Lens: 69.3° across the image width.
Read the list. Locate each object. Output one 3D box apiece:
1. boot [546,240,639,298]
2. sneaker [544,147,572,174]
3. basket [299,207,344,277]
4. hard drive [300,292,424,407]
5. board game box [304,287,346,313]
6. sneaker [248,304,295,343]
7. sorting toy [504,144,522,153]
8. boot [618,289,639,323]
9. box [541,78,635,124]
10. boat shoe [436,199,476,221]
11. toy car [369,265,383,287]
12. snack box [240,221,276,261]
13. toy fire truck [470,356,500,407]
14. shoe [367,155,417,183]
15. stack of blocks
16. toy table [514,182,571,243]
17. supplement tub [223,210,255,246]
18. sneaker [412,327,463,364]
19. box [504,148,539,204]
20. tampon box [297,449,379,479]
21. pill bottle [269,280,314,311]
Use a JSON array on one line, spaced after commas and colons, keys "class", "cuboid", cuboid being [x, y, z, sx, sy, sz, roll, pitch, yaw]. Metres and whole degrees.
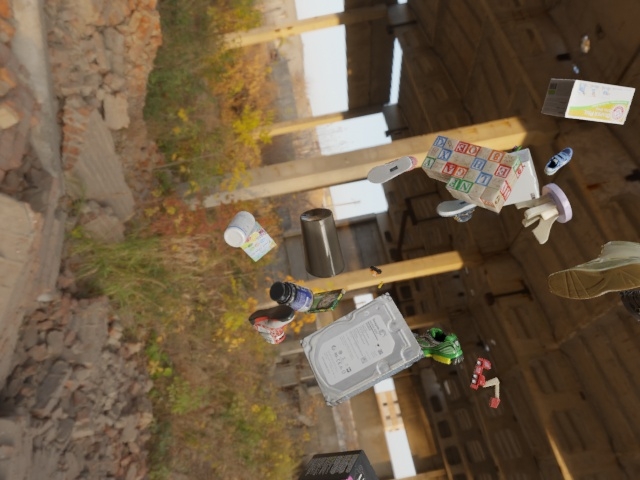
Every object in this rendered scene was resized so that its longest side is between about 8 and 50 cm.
[{"class": "boot", "cuboid": [0.830, 0.082, 1.389, 0.203, 0.262, 0.095, -35, 102, -51]}, {"class": "sneaker", "cuboid": [1.053, -0.354, 2.046, 0.053, 0.144, 0.059, 48, 12, 33]}, {"class": "basket", "cuboid": [0.000, 0.000, 1.806, 0.204, 0.154, 0.226, -128, -155, -61]}, {"class": "hard drive", "cuboid": [0.128, 0.346, 1.483, 0.236, 0.339, 0.064, 63, 3, 32]}, {"class": "board game box", "cuboid": [0.017, 0.321, 2.437, 0.030, 0.136, 0.260, 45, -32, -18]}, {"class": "sneaker", "cuboid": [-0.172, 0.354, 1.931, 0.145, 0.270, 0.090, 57, 46, -19]}, {"class": "sorting toy", "cuboid": [0.831, -0.387, 2.027, 0.042, 0.061, 0.102, 44, -25, 11]}, {"class": "boot", "cuboid": [1.260, 0.210, 1.827, 0.229, 0.091, 0.262, 103, -37, -80]}, {"class": "box", "cuboid": [0.786, -0.410, 1.365, 0.114, 0.203, 0.103, -118, -146, -66]}, {"class": "boat shoe", "cuboid": [0.493, -0.100, 1.684, 0.065, 0.183, 0.083, 51, -34, 41]}, {"class": "toy car", "cuboid": [0.242, 0.163, 2.058, 0.122, 0.060, 0.040, -82, -167, -56]}, {"class": "snack box", "cuboid": [-0.227, 0.006, 1.636, 0.037, 0.100, 0.141, 49, -5, 31]}, {"class": "toy fire truck", "cuboid": [0.751, 0.639, 2.088, 0.047, 0.135, 0.192, 61, 48, -70]}, {"class": "shoe", "cuboid": [0.258, -0.251, 1.649, 0.081, 0.178, 0.063, -20, 89, -57]}, {"class": "stack of blocks", "cuboid": [0.492, -0.228, 1.553, 0.297, 0.171, 0.087, 28, -3, 39]}, {"class": "toy table", "cuboid": [0.964, -0.131, 2.021, 0.274, 0.161, 0.252, 38, 25, -57]}, {"class": "supplement tub", "cuboid": [-0.250, -0.035, 1.437, 0.107, 0.071, 0.071, -72, 155, -55]}, {"class": "sneaker", "cuboid": [0.528, 0.476, 2.212, 0.344, 0.134, 0.146, 0, -78, 52]}, {"class": "box", "cuboid": [0.799, -0.259, 1.937, 0.181, 0.182, 0.119, 61, 33, -25]}, {"class": "tampon box", "cuboid": [0.047, 0.599, 1.133, 0.120, 0.161, 0.101, 62, 34, -6]}, {"class": "pill bottle", "cuboid": [-0.137, 0.263, 2.190, 0.219, 0.123, 0.122, 28, 43, -51]}]
